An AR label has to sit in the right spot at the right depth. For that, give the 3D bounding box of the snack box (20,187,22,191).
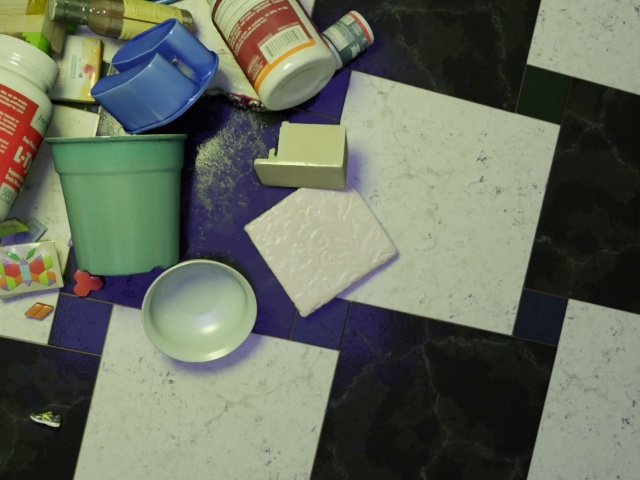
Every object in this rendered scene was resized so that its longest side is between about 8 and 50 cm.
[{"bbox_3d":[-0.949,-0.171,1.573,0.322,0.060,0.187,-16,65,-6],"label":"snack box"}]

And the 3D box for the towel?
[{"bbox_3d":[0.000,0.000,1.730,0.332,0.053,0.317,-34,94,-5],"label":"towel"}]

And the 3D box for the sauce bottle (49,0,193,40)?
[{"bbox_3d":[-0.502,-0.568,1.557,0.345,0.111,0.111,0,92,-35],"label":"sauce bottle"}]

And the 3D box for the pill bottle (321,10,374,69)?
[{"bbox_3d":[0.048,-0.539,1.691,0.180,0.108,0.108,-38,96,-3],"label":"pill bottle"}]

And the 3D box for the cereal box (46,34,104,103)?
[{"bbox_3d":[-0.713,-0.465,1.634,0.240,0.047,0.172,4,90,-7],"label":"cereal box"}]

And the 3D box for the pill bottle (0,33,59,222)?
[{"bbox_3d":[-0.779,-0.264,1.438,0.229,0.229,0.407,19,75,-7],"label":"pill bottle"}]

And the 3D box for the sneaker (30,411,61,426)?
[{"bbox_3d":[-0.750,0.483,1.673,0.083,0.031,0.035,21,76,-11],"label":"sneaker"}]

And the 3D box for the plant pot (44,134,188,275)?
[{"bbox_3d":[-0.497,-0.098,1.549,0.341,0.341,0.334,-3,101,-7],"label":"plant pot"}]

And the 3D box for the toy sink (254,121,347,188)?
[{"bbox_3d":[-0.047,-0.230,1.645,0.234,0.153,0.131,2,72,7],"label":"toy sink"}]

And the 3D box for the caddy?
[{"bbox_3d":[-0.398,-0.386,1.503,0.179,0.341,0.241,43,56,-37],"label":"caddy"}]

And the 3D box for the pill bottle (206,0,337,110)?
[{"bbox_3d":[-0.146,-0.555,1.579,0.224,0.224,0.392,-30,79,-5],"label":"pill bottle"}]

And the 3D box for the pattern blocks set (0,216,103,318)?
[{"bbox_3d":[-0.777,0.077,1.613,0.325,0.026,0.285,-22,112,-7],"label":"pattern blocks set"}]

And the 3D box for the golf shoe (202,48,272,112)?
[{"bbox_3d":[-0.239,-0.444,1.661,0.306,0.115,0.140,16,87,-8],"label":"golf shoe"}]

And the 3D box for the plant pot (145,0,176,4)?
[{"bbox_3d":[-0.444,-0.757,1.570,0.236,0.236,0.212,-20,87,-6],"label":"plant pot"}]

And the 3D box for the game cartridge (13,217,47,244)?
[{"bbox_3d":[-0.789,-0.018,1.656,0.056,0.017,0.083,40,87,-10],"label":"game cartridge"}]

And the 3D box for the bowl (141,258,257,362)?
[{"bbox_3d":[-0.327,0.167,1.637,0.298,0.134,0.297,-6,112,-14],"label":"bowl"}]

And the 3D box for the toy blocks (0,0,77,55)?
[{"bbox_3d":[-0.783,-0.629,1.557,0.261,0.190,0.381,3,74,6],"label":"toy blocks"}]
